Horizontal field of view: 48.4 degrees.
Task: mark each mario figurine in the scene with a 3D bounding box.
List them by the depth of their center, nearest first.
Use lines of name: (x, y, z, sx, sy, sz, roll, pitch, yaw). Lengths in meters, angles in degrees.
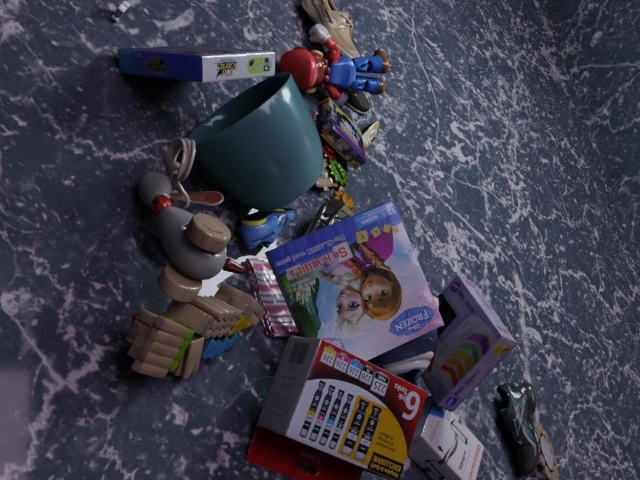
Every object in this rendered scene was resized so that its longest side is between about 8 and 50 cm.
mario figurine: (0.030, -0.515, 2.099, 0.320, 0.170, 0.198, 1, 83, -21)

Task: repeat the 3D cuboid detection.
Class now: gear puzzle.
gear puzzle: (0.014, -0.218, 1.970, 0.175, 0.044, 0.339, -8, 71, -56)

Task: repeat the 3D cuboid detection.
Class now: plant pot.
plant pot: (-0.130, -0.211, 1.657, 0.235, 0.292, 0.293, 56, 38, -21)

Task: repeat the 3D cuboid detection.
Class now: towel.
towel: (-0.091, 0.127, 1.664, 0.144, 0.029, 0.197, 1, 65, -47)

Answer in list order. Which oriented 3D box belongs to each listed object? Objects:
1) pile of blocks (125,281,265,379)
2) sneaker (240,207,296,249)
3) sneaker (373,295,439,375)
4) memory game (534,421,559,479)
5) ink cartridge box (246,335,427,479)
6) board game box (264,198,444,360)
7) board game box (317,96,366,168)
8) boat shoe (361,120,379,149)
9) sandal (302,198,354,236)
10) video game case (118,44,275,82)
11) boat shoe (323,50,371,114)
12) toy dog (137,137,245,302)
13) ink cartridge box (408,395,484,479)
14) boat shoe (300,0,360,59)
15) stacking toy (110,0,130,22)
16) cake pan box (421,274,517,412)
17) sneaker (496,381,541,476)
pile of blocks: (-0.263, 0.175, 1.418, 0.112, 0.149, 0.362, 24, 17, 28)
sneaker: (-0.125, -0.031, 1.718, 0.209, 0.069, 0.082, -27, 119, -59)
sneaker: (0.127, 0.233, 1.747, 0.322, 0.130, 0.237, 8, 97, -3)
memory game: (0.663, 0.627, 2.096, 0.186, 0.012, 0.186, 43, 35, -42)
ink cartridge box: (0.038, 0.383, 1.483, 0.309, 0.130, 0.272, 30, 71, -28)
board game box: (0.079, 0.111, 1.630, 0.318, 0.066, 0.318, -24, 91, -10)
board game box: (0.062, -0.309, 2.048, 0.170, 0.048, 0.141, 40, 30, -39)
boat shoe: (0.149, -0.322, 2.194, 0.045, 0.050, 0.135, 51, 50, -13)
sandal: (-0.002, 0.000, 1.800, 0.120, 0.086, 0.303, 49, 47, -13)
video game case: (-0.285, -0.412, 1.649, 0.244, 0.269, 0.061, -21, 119, -51)
boat shoe: (0.085, -0.492, 2.218, 0.228, 0.068, 0.081, 45, 40, -15)
toy dog: (-0.252, -0.023, 1.438, 0.160, 0.220, 0.334, 20, 44, -41)
ink cartridge box: (0.306, 0.512, 1.780, 0.203, 0.086, 0.148, 47, 40, -11)
boat shoe: (0.048, -0.673, 2.217, 0.109, 0.098, 0.302, 21, 34, -59)
stacking toy: (-0.510, -0.643, 1.714, 0.167, 0.052, 0.221, 39, 42, -21)
cake pan box: (0.340, 0.252, 1.799, 0.070, 0.246, 0.267, 29, 21, -32)
sneaker: (0.562, 0.539, 2.045, 0.106, 0.101, 0.268, 7, 62, -10)
